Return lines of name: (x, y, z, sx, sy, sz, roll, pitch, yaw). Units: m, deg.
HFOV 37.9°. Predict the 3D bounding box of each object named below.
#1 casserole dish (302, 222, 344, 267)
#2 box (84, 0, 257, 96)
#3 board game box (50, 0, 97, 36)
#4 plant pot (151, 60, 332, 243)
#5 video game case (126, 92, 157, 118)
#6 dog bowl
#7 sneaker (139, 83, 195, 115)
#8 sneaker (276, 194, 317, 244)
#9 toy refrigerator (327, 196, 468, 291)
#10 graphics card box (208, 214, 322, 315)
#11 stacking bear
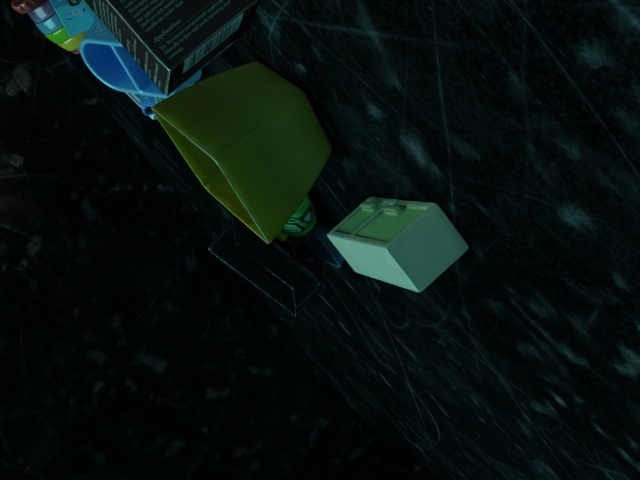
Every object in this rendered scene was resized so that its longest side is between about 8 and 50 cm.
casserole dish: (0.000, 0.000, 2.059, 0.114, 0.037, 0.188, 53, 168, -20)
box: (-0.225, -0.351, 1.356, 0.203, 0.168, 0.167, 50, 170, -4)
board game box: (-0.552, -0.602, 1.859, 0.336, 0.079, 0.253, 87, 158, -74)
plant pot: (-0.109, -0.162, 1.513, 0.212, 0.187, 0.212, 40, 165, 42)
video game case: (-0.369, -0.328, 2.167, 0.143, 0.019, 0.157, 43, -149, 26)
dog bowl: (-0.378, -0.372, 1.912, 0.297, 0.074, 0.166, 15, 147, 38)
sneaker: (-0.371, -0.355, 2.052, 0.240, 0.126, 0.091, 45, 169, 15)
sneaker: (-0.140, -0.145, 1.929, 0.343, 0.134, 0.146, 37, 160, 13)
toy refrigerator: (0.108, -0.003, 1.434, 0.094, 0.102, 0.269, 51, 170, -14)
graphics card box: (-0.111, 0.029, 2.049, 0.233, 0.094, 0.371, 38, -172, -3)
stacking bear: (-0.593, -0.529, 2.286, 0.289, 0.175, 0.164, 47, 170, -34)
